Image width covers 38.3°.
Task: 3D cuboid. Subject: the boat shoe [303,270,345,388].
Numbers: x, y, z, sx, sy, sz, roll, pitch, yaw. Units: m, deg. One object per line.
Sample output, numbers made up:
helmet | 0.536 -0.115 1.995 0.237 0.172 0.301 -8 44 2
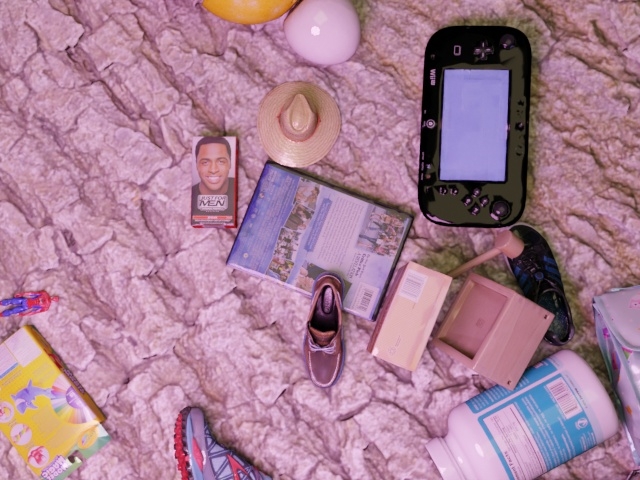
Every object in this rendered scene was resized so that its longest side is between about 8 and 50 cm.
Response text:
boat shoe | 0.002 0.141 1.402 0.066 0.066 0.183 1 98 7

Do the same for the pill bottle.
pill bottle | 0.290 0.279 1.360 0.264 0.146 0.146 -27 85 -1

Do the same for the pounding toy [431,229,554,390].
pounding toy | 0.265 0.094 1.386 0.094 0.181 0.206 30 90 -25

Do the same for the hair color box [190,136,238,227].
hair color box | -0.166 -0.091 1.448 0.072 0.043 0.141 0 85 2

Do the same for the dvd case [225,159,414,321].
dvd case | 0.000 0.000 1.449 0.253 0.022 0.180 21 85 3

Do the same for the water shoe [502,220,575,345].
water shoe | 0.342 0.062 1.410 0.073 0.080 0.203 -23 85 -1

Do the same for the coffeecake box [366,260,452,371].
coffeecake box | 0.127 0.111 1.356 0.068 0.185 0.142 22 85 2

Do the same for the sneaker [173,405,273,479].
sneaker | -0.139 0.368 1.398 0.125 0.104 0.262 -18 85 -23

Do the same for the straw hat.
straw hat | -0.033 -0.191 1.436 0.144 0.061 0.144 0 78 -2

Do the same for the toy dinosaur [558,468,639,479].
toy dinosaur | 0.436 0.440 1.369 0.322 0.164 0.218 9 70 20

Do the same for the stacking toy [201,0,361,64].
stacking toy | -0.123 -0.449 1.395 0.480 0.350 0.350 42 87 -15

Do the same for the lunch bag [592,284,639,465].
lunch bag | 0.541 0.178 1.363 0.223 0.160 0.262 -14 74 3

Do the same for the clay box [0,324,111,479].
clay box | -0.430 0.254 1.418 0.127 0.053 0.222 -39 87 -3

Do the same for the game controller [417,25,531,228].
game controller | 0.240 -0.178 1.439 0.166 0.067 0.319 3 85 1

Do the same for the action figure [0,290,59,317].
action figure | -0.467 0.101 1.445 0.115 0.030 0.038 -10 80 -2
